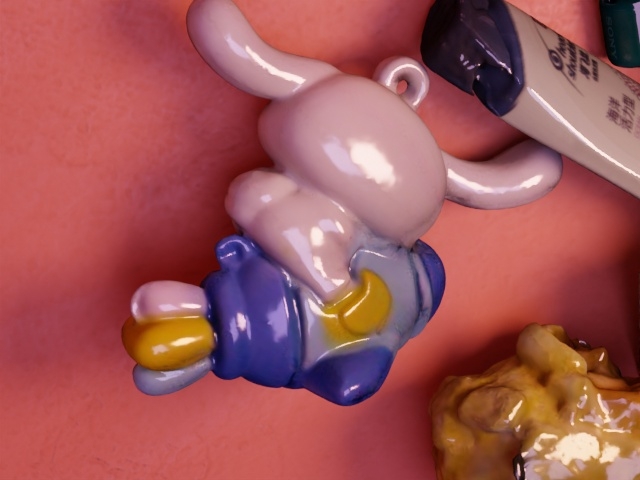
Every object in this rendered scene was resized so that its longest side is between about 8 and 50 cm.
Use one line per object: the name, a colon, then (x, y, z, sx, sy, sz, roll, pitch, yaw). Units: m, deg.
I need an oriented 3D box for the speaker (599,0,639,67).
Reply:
speaker: (0.309, -0.204, 1.459, 0.094, 0.060, 0.075, -16, 111, -7)

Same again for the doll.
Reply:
doll: (-0.001, -0.001, 1.413, 0.376, 0.187, 0.366, 23, 91, -6)

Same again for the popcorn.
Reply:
popcorn: (0.234, 0.213, 1.493, 0.286, 0.215, 0.252, 30, 114, -12)

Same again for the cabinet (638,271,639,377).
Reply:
cabinet: (0.399, 0.108, 1.483, 0.145, 0.150, 0.206, -23, 145, -4)

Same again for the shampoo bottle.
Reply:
shampoo bottle: (0.255, -0.109, 1.440, 0.359, 0.134, 0.078, 28, 128, -19)
